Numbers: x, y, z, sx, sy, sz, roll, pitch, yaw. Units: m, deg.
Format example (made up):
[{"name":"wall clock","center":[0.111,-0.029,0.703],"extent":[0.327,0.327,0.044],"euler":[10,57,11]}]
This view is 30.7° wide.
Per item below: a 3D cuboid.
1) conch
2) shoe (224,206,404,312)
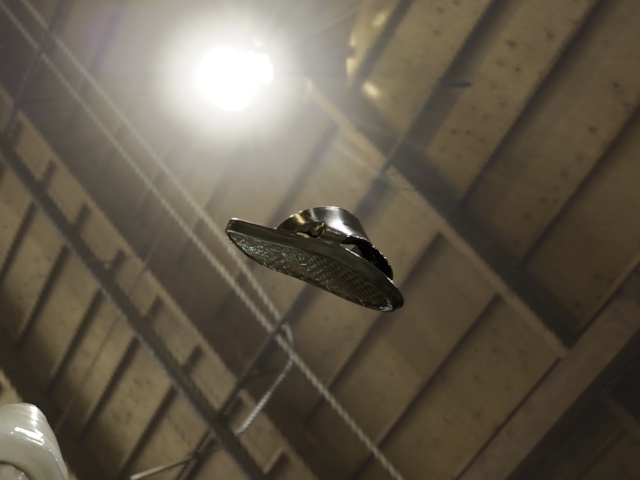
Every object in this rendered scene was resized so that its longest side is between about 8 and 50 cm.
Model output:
[{"name":"conch","center":[-0.229,0.162,0.813],"extent":[0.176,0.094,0.104],"euler":[-142,-124,-64]},{"name":"shoe","center":[0.000,0.000,0.773],"extent":[0.159,0.053,0.062],"euler":[14,-30,45]}]
